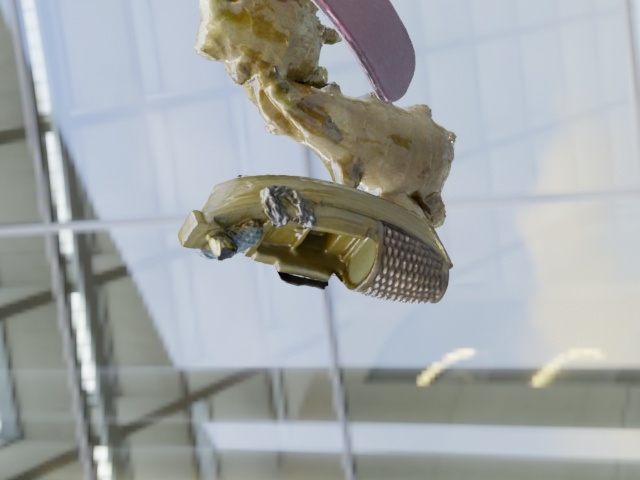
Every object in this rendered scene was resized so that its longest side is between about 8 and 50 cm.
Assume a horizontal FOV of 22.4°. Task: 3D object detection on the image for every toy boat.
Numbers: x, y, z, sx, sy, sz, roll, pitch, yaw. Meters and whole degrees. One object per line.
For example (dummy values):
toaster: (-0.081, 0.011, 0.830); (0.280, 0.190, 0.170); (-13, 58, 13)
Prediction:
toy boat: (0.000, 0.000, 0.799); (0.149, 0.047, 0.049); (11, -133, -28)

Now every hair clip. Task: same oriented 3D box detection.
hair clip: (0.001, -0.126, 0.792); (0.137, 0.022, 0.054); (46, -140, -11)

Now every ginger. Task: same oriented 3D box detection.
ginger: (0.005, -0.087, 0.901); (0.176, 0.052, 0.193); (11, -95, -23)
